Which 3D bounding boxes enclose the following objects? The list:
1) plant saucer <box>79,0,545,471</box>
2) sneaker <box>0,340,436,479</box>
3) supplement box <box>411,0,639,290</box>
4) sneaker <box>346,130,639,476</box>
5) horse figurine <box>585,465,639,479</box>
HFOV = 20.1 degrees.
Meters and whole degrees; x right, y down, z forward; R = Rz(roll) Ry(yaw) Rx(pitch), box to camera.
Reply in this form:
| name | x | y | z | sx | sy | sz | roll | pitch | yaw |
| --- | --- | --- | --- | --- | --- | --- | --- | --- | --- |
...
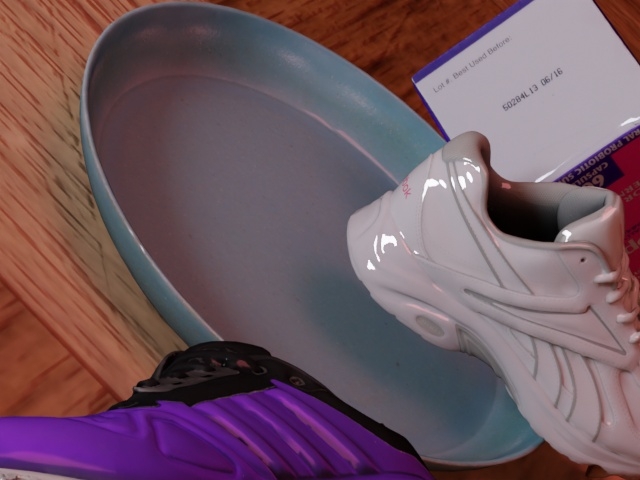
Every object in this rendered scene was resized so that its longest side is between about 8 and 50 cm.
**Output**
| name | x | y | z | sx | sy | sz | roll | pitch | yaw |
| --- | --- | --- | --- | --- | --- | --- | --- | --- | --- |
| plant saucer | 0.000 | 0.000 | 0.968 | 0.317 | 0.044 | 0.318 | 29 | 34 | -22 |
| sneaker | -0.057 | 0.101 | 0.735 | 0.293 | 0.102 | 0.146 | 20 | 33 | -41 |
| supplement box | 0.160 | -0.044 | 1.066 | 0.114 | 0.111 | 0.220 | 61 | 12 | 29 |
| sneaker | 0.131 | 0.033 | 0.922 | 0.232 | 0.115 | 0.090 | 34 | 32 | -14 |
| horse figurine | 0.240 | 0.142 | 1.047 | 0.174 | 0.066 | 0.263 | 33 | 34 | -5 |
